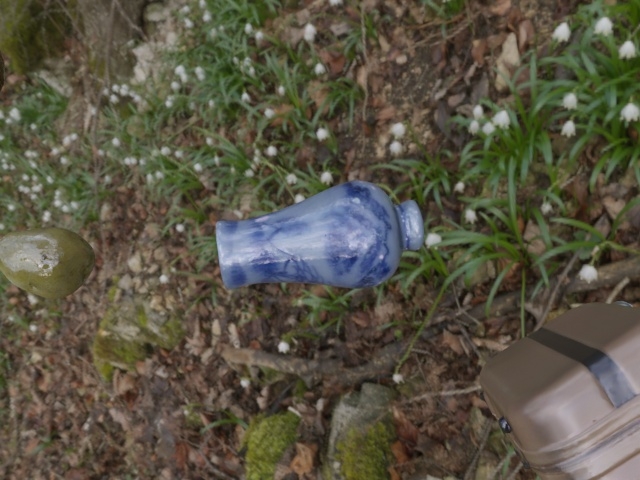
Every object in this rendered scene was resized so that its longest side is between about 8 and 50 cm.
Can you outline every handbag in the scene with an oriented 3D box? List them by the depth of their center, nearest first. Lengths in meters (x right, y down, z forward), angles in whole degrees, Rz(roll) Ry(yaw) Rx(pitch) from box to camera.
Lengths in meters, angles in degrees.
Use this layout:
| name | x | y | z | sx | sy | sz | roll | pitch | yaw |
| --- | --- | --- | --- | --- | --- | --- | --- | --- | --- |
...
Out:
| name | x | y | z | sx | sy | sz | roll | pitch | yaw |
| --- | --- | --- | --- | --- | --- | --- | --- | --- | --- |
| handbag | 0.339 | 0.162 | 0.709 | 0.283 | 0.302 | 0.149 | -31 | 82 | 5 |

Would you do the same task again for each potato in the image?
| name | x | y | z | sx | sy | sz | roll | pitch | yaw |
| --- | --- | --- | --- | --- | --- | --- | --- | --- | --- |
| potato | -0.598 | 0.039 | 1.310 | 0.194 | 0.157 | 0.157 | 20 | 56 | -5 |

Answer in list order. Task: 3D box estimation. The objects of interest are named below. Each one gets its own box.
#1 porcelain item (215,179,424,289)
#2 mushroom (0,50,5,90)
| name | x | y | z | sx | sy | sz | roll | pitch | yaw |
| --- | --- | --- | --- | --- | --- | --- | --- | --- | --- |
| porcelain item | 0.000 | 0.000 | 0.777 | 0.259 | 0.141 | 0.141 | -9 | 47 | -2 |
| mushroom | -0.705 | -0.323 | 1.061 | 0.302 | 0.233 | 0.207 | 18 | 94 | 41 |
